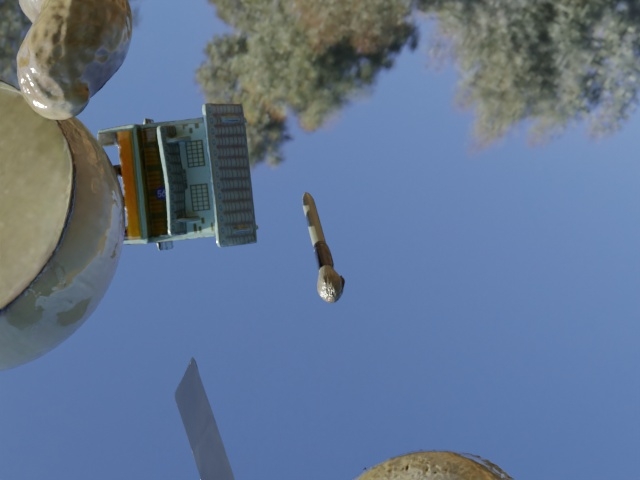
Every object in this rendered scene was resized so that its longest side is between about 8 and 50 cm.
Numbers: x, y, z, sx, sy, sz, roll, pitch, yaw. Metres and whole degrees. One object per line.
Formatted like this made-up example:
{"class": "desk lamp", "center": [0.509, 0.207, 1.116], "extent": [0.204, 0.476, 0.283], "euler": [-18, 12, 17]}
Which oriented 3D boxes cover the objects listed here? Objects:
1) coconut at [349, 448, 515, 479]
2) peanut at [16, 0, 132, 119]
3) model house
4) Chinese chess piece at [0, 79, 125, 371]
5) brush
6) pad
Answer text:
{"class": "coconut", "center": [0.099, 0.298, 0.799], "extent": [0.202, 0.222, 0.202], "euler": [-9, -142, 7]}
{"class": "peanut", "center": [-0.209, -0.204, 0.794], "extent": [0.085, 0.104, 0.227], "euler": [47, -149, -60]}
{"class": "model house", "center": [-0.216, -0.098, 1.493], "extent": [0.215, 0.224, 0.198], "euler": [-5, -179, 8]}
{"class": "Chinese chess piece", "center": [-0.391, -0.016, 1.059], "extent": [0.338, 0.338, 0.140], "euler": [42, 174, 23]}
{"class": "brush", "center": [0.000, 0.000, 1.508], "extent": [0.039, 0.042, 0.299], "euler": [11, -147, -16]}
{"class": "pad", "center": [-0.140, 0.250, 1.140], "extent": [0.004, 0.116, 0.193], "euler": [-9, -120, -29]}
